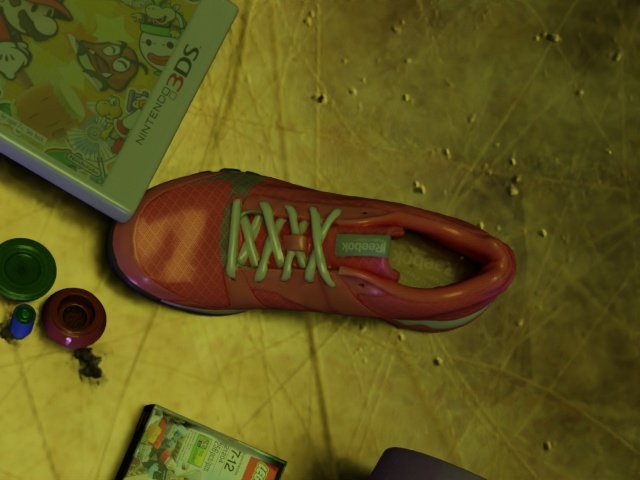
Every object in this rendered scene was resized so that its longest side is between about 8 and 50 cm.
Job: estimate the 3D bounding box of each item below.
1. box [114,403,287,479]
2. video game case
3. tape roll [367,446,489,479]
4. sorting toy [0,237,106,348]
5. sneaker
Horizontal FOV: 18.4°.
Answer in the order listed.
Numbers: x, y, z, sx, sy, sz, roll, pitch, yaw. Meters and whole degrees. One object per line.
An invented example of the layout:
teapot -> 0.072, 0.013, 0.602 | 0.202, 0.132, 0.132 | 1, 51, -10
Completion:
box -> -0.117, 0.238, 1.475 | 0.114, 0.036, 0.207 | 24, 79, -11
video game case -> -0.197, -0.152, 1.465 | 0.227, 0.026, 0.206 | 31, 61, -11
tape roll -> 0.144, 0.255, 1.417 | 0.275, 0.275, 0.090 | 33, 78, -9
sorting toy -> -0.209, 0.048, 1.473 | 0.102, 0.042, 0.061 | 40, 61, 4
sneaker -> 0.000, -0.001, 1.477 | 0.314, 0.136, 0.116 | 5, 82, -14
